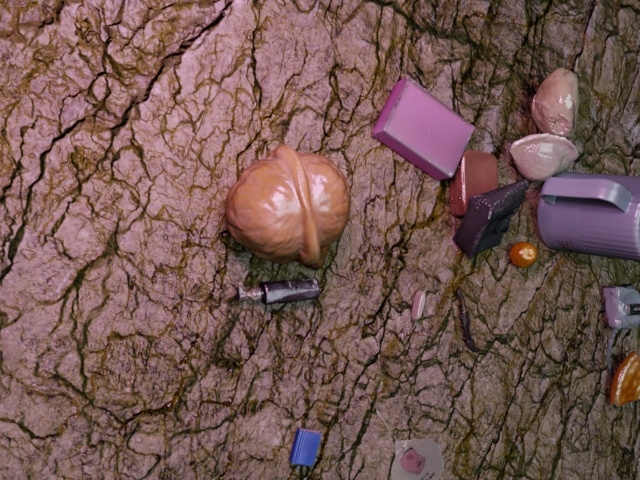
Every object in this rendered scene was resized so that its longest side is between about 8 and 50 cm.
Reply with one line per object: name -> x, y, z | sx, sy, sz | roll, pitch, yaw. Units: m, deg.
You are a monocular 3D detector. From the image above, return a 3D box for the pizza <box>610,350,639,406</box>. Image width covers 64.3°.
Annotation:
pizza -> 1.088, 0.507, 1.786 | 0.193, 0.053, 0.201 | 35, 81, -20

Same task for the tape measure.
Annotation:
tape measure -> 1.052, 0.315, 1.757 | 0.164, 0.084, 0.330 | -5, 90, -20

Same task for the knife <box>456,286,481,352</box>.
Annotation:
knife -> 0.431, 0.242, 1.518 | 0.046, 0.021, 0.222 | -26, 103, -21

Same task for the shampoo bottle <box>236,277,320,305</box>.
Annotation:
shampoo bottle -> -0.105, 0.125, 1.264 | 0.208, 0.057, 0.063 | -3, 91, -24

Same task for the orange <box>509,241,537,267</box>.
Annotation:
orange -> 0.631, 0.045, 1.583 | 0.083, 0.070, 0.083 | 2, 82, -13

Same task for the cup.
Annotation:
cup -> 0.857, -0.101, 1.525 | 0.257, 0.311, 0.331 | -41, 116, -18

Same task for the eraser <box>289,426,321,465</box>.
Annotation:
eraser -> -0.039, 0.528, 1.303 | 0.063, 0.027, 0.084 | 19, 82, -24

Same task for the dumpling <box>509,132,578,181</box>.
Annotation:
dumpling -> 0.689, -0.263, 1.566 | 0.216, 0.166, 0.126 | 42, 41, -14

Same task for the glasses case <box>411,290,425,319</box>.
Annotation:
glasses case -> 0.278, 0.184, 1.445 | 0.021, 0.032, 0.083 | 17, 82, -26

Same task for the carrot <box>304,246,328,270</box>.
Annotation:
carrot -> 0.000, 0.000, 1.319 | 0.055, 0.055, 0.161 | 26, 72, -21

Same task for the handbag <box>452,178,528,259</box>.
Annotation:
handbag -> 0.488, -0.055, 1.455 | 0.175, 0.270, 0.088 | -19, 53, -21

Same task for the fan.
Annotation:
fan -> 0.239, 0.592, 1.434 | 0.182, 0.010, 0.310 | -40, 105, -19

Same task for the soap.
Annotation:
soap -> 0.292, -0.309, 1.434 | 0.259, 0.081, 0.181 | 29, 79, -22

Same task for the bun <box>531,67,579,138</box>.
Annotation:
bun -> 0.728, -0.423, 1.582 | 0.220, 0.134, 0.220 | -9, 101, -63

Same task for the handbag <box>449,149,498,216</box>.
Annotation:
handbag -> 0.458, -0.168, 1.511 | 0.151, 0.072, 0.193 | -2, 88, -24

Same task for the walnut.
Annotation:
walnut -> -0.071, -0.077, 1.174 | 0.297, 0.285, 0.285 | -15, 95, -17
